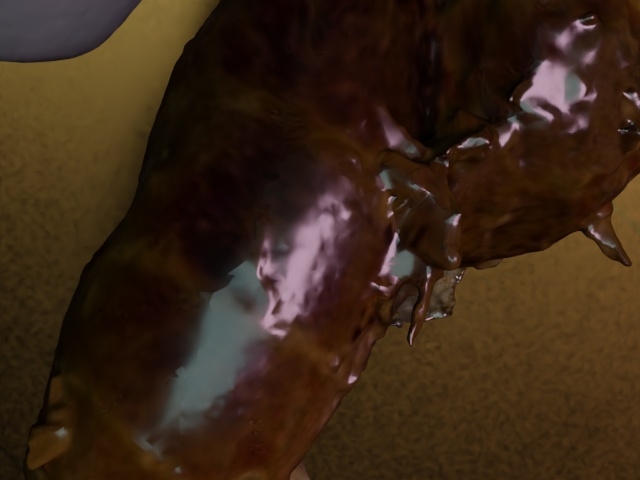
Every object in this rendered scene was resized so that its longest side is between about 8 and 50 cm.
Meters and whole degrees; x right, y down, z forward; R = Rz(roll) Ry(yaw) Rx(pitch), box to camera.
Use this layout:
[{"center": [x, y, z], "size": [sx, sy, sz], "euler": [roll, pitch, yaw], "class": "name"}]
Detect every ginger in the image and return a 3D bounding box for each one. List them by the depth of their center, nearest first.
[{"center": [0.019, -0.012, 0.969], "size": [0.254, 0.176, 0.418], "euler": [29, 84, 5], "class": "ginger"}]

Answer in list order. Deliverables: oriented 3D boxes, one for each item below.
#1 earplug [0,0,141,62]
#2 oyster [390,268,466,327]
[{"center": [-0.115, -0.213, 0.893], "size": [0.214, 0.175, 0.325], "euler": [-4, 151, -31], "class": "earplug"}, {"center": [-0.008, -0.002, 1.078], "size": [0.177, 0.056, 0.105], "euler": [-8, 98, 3], "class": "oyster"}]
